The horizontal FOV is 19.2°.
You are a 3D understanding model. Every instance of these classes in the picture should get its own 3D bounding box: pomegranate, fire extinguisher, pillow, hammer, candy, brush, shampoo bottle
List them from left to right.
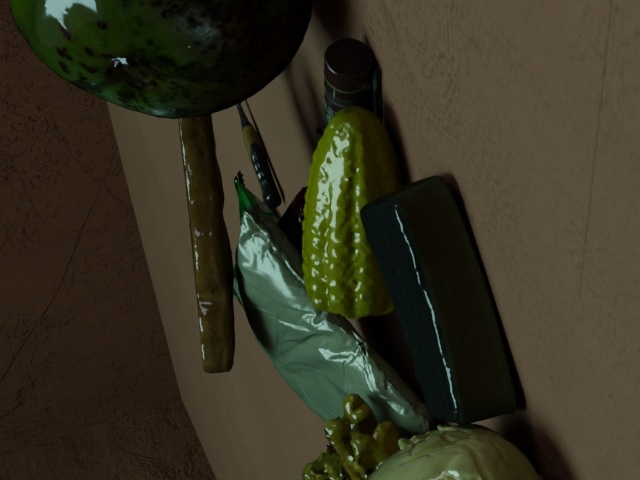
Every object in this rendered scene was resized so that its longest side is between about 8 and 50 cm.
[{"bbox_3d":[-0.126,-0.279,1.713,0.285,0.285,0.341,86,-167,-53],"label":"pomegranate"},{"bbox_3d":[-0.087,-0.129,2.307,0.078,0.021,0.201,97,154,-68],"label":"hammer"},{"bbox_3d":[-0.074,0.025,2.362,0.203,0.078,0.141,-101,13,-50],"label":"candy"},{"bbox_3d":[0.000,0.000,1.925,0.102,0.064,0.260,63,169,6],"label":"shampoo bottle"},{"bbox_3d":[0.002,0.116,1.912,0.281,0.076,0.274,50,167,10],"label":"pillow"},{"bbox_3d":[0.025,-0.116,1.665,0.064,0.043,0.158,24,154,13],"label":"fire extinguisher"},{"bbox_3d":[0.030,-0.028,1.656,0.106,0.094,0.199,-112,15,-53],"label":"candy"},{"bbox_3d":[0.094,0.050,1.521,0.123,0.059,0.197,163,88,-78],"label":"brush"}]

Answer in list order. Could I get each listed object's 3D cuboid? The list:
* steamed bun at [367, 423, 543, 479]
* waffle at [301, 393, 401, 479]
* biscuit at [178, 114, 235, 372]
[{"bbox_3d":[0.104,0.269,1.505,0.232,0.166,0.273,66,170,1],"label":"steamed bun"},{"bbox_3d":[0.078,0.287,1.846,0.260,0.069,0.293,50,163,15],"label":"waffle"},{"bbox_3d":[-0.114,-0.013,1.928,0.186,0.044,0.295,138,126,-88],"label":"biscuit"}]
